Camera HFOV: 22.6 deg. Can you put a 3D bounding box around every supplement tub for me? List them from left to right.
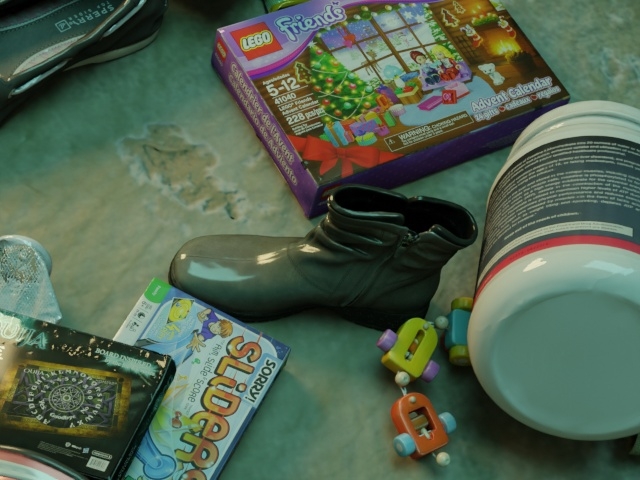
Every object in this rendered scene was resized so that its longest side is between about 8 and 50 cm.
[{"bbox_3d":[0.231,0.020,1.370,0.191,0.191,0.272,18,37,-1],"label":"supplement tub"}]

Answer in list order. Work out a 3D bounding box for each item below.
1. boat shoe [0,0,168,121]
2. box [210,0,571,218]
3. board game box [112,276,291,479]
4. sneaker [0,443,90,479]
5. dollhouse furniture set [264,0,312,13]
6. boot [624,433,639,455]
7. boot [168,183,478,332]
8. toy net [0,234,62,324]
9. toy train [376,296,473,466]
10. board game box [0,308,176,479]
[{"bbox_3d":[-0.283,-0.185,1.472,0.335,0.095,0.112,-32,69,-29],"label":"boat shoe"},{"bbox_3d":[0.068,-0.156,1.559,0.293,0.057,0.201,-21,63,-25],"label":"box"},{"bbox_3d":[-0.129,0.141,1.330,0.136,0.035,0.201,26,56,5],"label":"board game box"},{"bbox_3d":[-0.295,0.221,1.211,0.314,0.116,0.136,13,65,4],"label":"sneaker"},{"bbox_3d":[0.010,-0.273,1.622,0.152,0.058,0.076,-16,62,-22],"label":"dollhouse furniture set"},{"bbox_3d":[0.354,0.114,1.440,0.165,0.077,0.213,13,56,-2],"label":"boot"},{"bbox_3d":[0.000,0.000,1.377,0.247,0.161,0.083,6,56,-9],"label":"boot"},{"bbox_3d":[-0.293,-0.021,1.370,0.232,0.045,0.122,44,98,3],"label":"toy net"},{"bbox_3d":[0.108,0.122,1.397,0.166,0.046,0.125,-27,81,-32],"label":"toy train"},{"bbox_3d":[-0.225,0.123,1.288,0.186,0.026,0.126,15,53,15],"label":"board game box"}]
